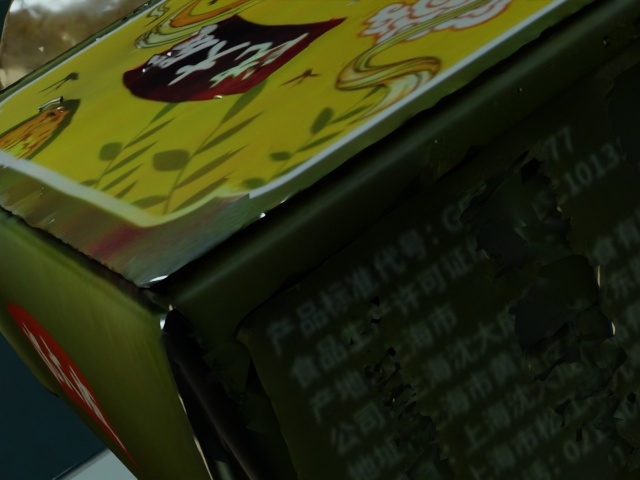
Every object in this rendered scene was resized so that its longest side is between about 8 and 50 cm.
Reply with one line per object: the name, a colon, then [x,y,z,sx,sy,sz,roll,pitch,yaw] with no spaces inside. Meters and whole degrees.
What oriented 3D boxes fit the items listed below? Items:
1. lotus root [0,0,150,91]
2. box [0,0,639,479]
lotus root: [-0.053,-0.147,1.190,0.250,0.316,0.316,3,139,20]
box: [0.083,-0.065,0.638,0.138,0.420,0.373,62,165,-20]
